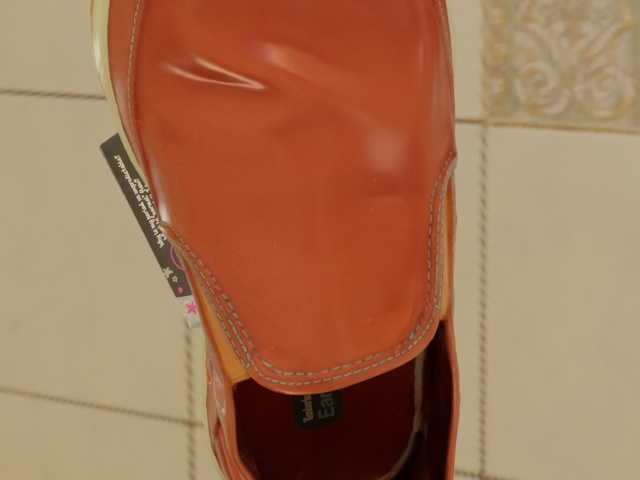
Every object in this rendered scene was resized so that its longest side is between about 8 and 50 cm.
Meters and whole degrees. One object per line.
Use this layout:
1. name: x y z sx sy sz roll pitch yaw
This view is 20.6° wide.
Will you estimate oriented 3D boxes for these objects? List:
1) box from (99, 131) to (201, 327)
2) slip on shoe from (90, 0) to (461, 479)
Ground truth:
1. box: -0.027 -0.027 1.348 0.142 0.247 0.163 -33 75 19
2. slip on shoe: 0.000 0.000 0.602 0.101 0.123 0.331 -117 16 -47
